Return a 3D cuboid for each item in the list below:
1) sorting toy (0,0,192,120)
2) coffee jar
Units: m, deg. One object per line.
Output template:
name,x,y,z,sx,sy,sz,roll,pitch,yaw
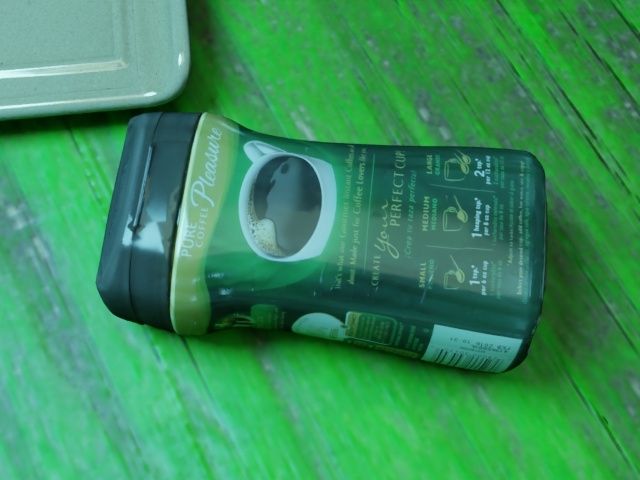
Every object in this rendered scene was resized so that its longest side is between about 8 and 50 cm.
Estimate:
sorting toy,-0.174,-0.142,0.482,0.208,0.038,0.193,-8,67,-1
coffee jar,0.000,0.000,0.404,0.184,0.079,0.096,8,69,-1
